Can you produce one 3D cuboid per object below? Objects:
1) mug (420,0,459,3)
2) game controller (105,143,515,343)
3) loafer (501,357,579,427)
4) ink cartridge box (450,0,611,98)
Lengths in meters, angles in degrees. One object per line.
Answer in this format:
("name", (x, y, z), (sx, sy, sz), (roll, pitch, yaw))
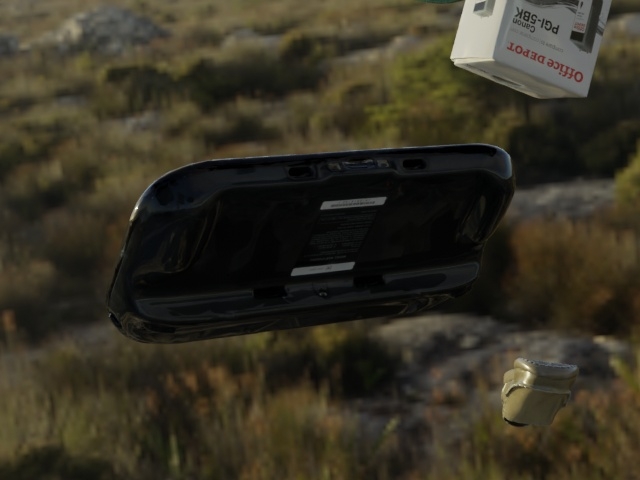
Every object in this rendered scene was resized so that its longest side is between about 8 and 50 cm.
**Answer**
("mug", (-0.011, -0.152, 0.510), (0.097, 0.158, 0.129), (-15, -3, 42))
("game controller", (0.000, 0.000, 1.126), (0.319, 0.166, 0.067), (-6, 41, -31))
("loafer", (0.183, 0.130, 1.278), (0.056, 0.050, 0.148), (7, -12, 3))
("ink cartridge box", (0.166, -0.184, 1.141), (0.099, 0.135, 0.056), (16, -3, -32))
